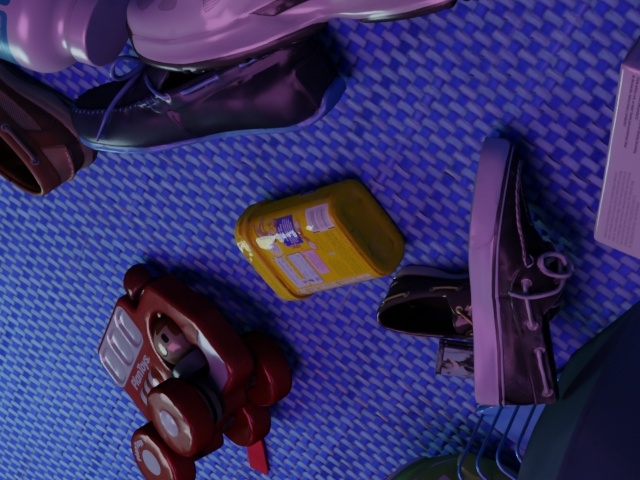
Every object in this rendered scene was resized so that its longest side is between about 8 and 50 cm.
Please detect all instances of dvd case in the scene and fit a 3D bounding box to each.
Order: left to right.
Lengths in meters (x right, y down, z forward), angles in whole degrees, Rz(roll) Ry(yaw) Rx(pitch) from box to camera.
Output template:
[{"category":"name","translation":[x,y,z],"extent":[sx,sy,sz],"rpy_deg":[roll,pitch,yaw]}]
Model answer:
[{"category":"dvd case","translation":[0.190,0.139,2.116],"extent":[0.119,0.013,0.087],"rpy_deg":[9,156,4]}]

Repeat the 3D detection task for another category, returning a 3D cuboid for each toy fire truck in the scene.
[{"category":"toy fire truck","translation":[-0.188,0.164,2.436],"extent":[0.254,0.169,0.302],"rpy_deg":[49,148,16]}]

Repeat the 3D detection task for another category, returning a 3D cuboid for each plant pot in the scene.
[{"category":"plant pot","translation":[0.312,0.223,1.959],"extent":[0.165,0.234,0.166],"rpy_deg":[38,146,-1]}]

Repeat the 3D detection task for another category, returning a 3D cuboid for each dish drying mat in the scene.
[{"category":"dish drying mat","translation":[-0.089,0.297,2.621],"extent":[0.032,0.008,0.083],"rpy_deg":[22,144,24]}]

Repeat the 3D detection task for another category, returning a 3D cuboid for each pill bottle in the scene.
[{"category":"pill bottle","translation":[-0.336,-0.270,2.042],"extent":[0.264,0.146,0.146],"rpy_deg":[22,143,23]}]

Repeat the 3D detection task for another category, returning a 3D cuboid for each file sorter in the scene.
[{"category":"file sorter","translation":[0.254,0.242,2.141],"extent":[0.118,0.104,0.170],"rpy_deg":[38,148,-14]}]

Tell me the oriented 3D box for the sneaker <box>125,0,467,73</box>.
[{"category":"sneaker","translation":[-0.041,-0.320,1.736],"extent":[0.447,0.169,0.258],"rpy_deg":[-10,116,38]}]

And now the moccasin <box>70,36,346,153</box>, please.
[{"category":"moccasin","translation":[-0.130,-0.179,2.005],"extent":[0.342,0.138,0.117],"rpy_deg":[-8,123,30]}]

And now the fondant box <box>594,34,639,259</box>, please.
[{"category":"fondant box","translation":[0.421,-0.043,1.667],"extent":[0.330,0.096,0.238],"rpy_deg":[25,145,19]}]

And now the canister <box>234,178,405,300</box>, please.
[{"category":"canister","translation":[0.000,0.000,2.125],"extent":[0.170,0.073,0.126],"rpy_deg":[-14,121,48]}]

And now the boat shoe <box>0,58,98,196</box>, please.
[{"category":"boat shoe","translation":[-0.429,-0.161,2.280],"extent":[0.324,0.120,0.123],"rpy_deg":[28,145,13]}]

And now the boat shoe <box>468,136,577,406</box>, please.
[{"category":"boat shoe","translation":[0.209,0.038,1.925],"extent":[0.104,0.113,0.306],"rpy_deg":[2,113,12]}]

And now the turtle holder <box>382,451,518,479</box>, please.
[{"category":"turtle holder","translation":[0.187,0.396,2.317],"extent":[0.320,0.243,0.227],"rpy_deg":[18,167,-19]}]

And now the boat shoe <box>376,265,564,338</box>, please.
[{"category":"boat shoe","translation":[0.163,0.076,2.069],"extent":[0.227,0.069,0.081],"rpy_deg":[0,131,42]}]
